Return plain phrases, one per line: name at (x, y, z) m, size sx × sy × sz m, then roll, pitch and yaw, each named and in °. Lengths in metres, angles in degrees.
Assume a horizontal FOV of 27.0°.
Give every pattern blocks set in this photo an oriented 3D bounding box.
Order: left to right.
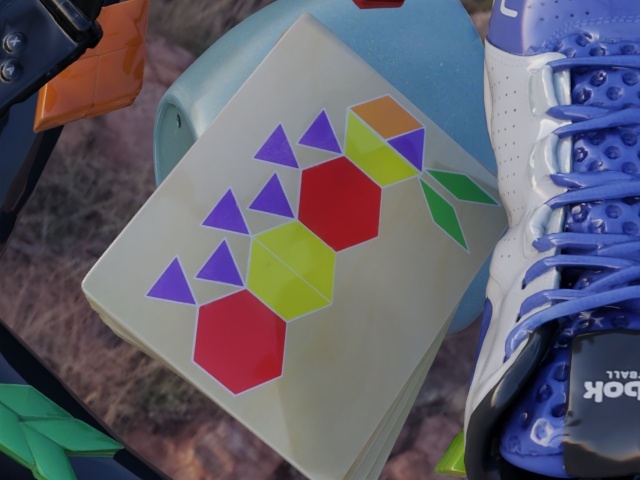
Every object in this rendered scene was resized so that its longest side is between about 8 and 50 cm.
pattern blocks set at (0.000, 0.000, 0.580) m, size 0.285 × 0.026 × 0.325 m, roll 48°, pitch 62°, yaw -6°

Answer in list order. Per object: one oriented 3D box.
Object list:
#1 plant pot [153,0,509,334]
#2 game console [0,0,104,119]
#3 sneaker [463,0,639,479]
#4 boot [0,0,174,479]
plant pot at (-0.015, -0.056, 1.008) m, size 0.195 × 0.290 × 0.290 m, roll -9°, pitch 59°, yaw -21°
game console at (-0.117, -0.099, 0.367) m, size 0.107 × 0.071 × 0.122 m, roll -40°, pitch 78°, yaw -7°
sneaker at (0.117, 0.019, 0.482) m, size 0.127 × 0.182 × 0.316 m, roll 5°, pitch 85°, yaw 4°
boot at (-0.163, -0.053, 0.744) m, size 0.367 × 0.146 × 0.445 m, roll 29°, pitch 63°, yaw -34°
